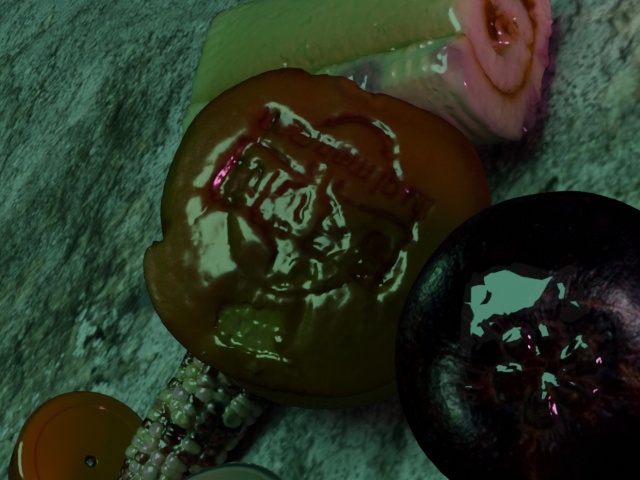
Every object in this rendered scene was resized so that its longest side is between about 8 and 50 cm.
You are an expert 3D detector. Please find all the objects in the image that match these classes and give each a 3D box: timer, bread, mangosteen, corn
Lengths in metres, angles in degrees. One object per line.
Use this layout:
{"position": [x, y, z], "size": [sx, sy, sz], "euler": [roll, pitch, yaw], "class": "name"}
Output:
{"position": [-0.232, 0.222, 1.231], "size": [0.152, 0.132, 0.132], "euler": [-43, 28, 51], "class": "timer"}
{"position": [0.037, -0.151, 1.231], "size": [0.338, 0.155, 0.187], "euler": [-9, 60, 40], "class": "bread"}
{"position": [0.152, 0.073, 0.872], "size": [0.216, 0.216, 0.216], "euler": [-29, 40, 27], "class": "mangosteen"}
{"position": [-0.074, 0.113, 1.172], "size": [0.281, 0.092, 0.092], "euler": [-57, 35, -4], "class": "corn"}
{"position": [0.000, 0.000, 1.060], "size": [0.269, 0.148, 0.270], "euler": [-3, 72, 8], "class": "bread"}

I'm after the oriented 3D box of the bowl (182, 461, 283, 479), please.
{"position": [-0.059, 0.275, 0.976], "size": [0.211, 0.112, 0.211], "euler": [-28, 41, 28], "class": "bowl"}
